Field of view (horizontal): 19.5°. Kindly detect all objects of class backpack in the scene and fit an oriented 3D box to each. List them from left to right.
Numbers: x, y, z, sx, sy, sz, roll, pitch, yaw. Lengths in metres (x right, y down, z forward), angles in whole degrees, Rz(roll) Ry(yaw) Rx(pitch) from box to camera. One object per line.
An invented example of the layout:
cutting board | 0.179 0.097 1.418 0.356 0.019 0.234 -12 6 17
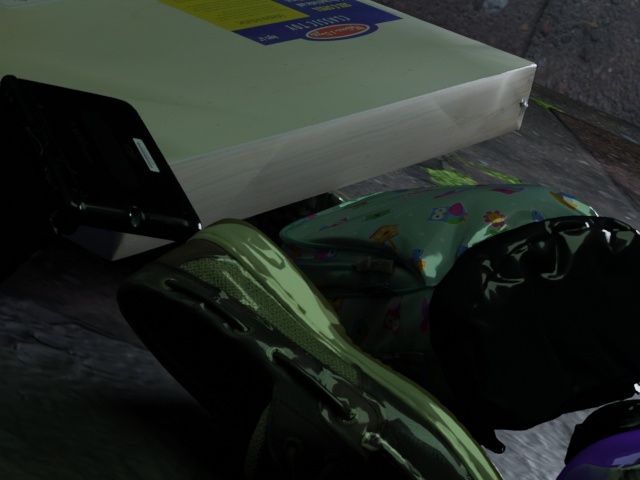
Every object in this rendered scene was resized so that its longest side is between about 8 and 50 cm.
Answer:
backpack | 0.061 0.032 0.884 0.152 0.115 0.182 -8 5 -38

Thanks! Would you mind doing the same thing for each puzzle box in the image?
puzzle box | -0.083 -0.101 1.147 0.272 0.052 0.409 25 26 31

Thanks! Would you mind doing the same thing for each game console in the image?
game console | -0.131 -0.019 0.891 0.107 0.071 0.122 10 30 -32

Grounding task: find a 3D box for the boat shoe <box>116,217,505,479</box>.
boat shoe | -0.004 0.081 0.785 0.073 0.080 0.223 -26 58 -31

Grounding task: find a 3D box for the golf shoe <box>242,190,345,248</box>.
golf shoe | 0.000 0.000 1.134 0.086 0.069 0.176 21 13 -46

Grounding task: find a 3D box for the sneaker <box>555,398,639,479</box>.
sneaker | 0.158 0.124 0.849 0.146 0.102 0.293 32 9 39
